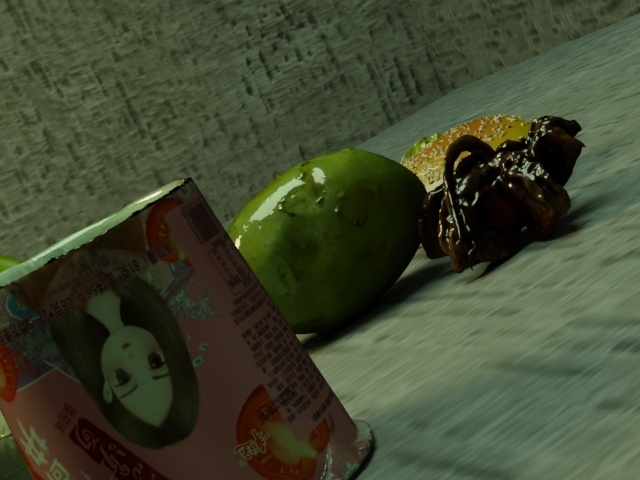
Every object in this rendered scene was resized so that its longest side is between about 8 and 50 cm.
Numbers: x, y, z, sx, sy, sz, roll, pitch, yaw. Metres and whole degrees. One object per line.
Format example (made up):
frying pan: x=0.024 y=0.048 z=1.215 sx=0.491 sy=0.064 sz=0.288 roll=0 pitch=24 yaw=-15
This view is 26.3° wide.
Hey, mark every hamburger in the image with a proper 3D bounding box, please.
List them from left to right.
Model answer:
hamburger: x=0.164 y=-0.071 z=1.609 sx=0.210 sy=0.116 sz=0.173 roll=-32 pitch=10 yaw=-29

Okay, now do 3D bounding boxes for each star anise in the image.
star anise: x=0.185 y=-0.056 z=1.387 sx=0.190 sy=0.126 sz=0.220 roll=-25 pitch=3 yaw=-7

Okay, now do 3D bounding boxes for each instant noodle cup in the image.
instant noodle cup: x=-0.119 y=0.099 z=0.968 sx=0.243 sy=0.231 sz=0.243 roll=-28 pitch=8 yaw=4

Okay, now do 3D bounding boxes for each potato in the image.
potato: x=0.000 y=0.000 z=1.449 sx=0.253 sy=0.186 sz=0.148 roll=-26 pitch=31 yaw=-28

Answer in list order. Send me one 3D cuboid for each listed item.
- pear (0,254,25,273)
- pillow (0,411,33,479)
pear: x=-0.392 y=0.140 z=1.509 sx=0.159 sy=0.292 sz=0.292 roll=18 pitch=28 yaw=22
pillow: x=-0.250 y=0.170 z=1.405 sx=0.255 sy=0.120 sz=0.322 roll=-32 pitch=2 yaw=39
